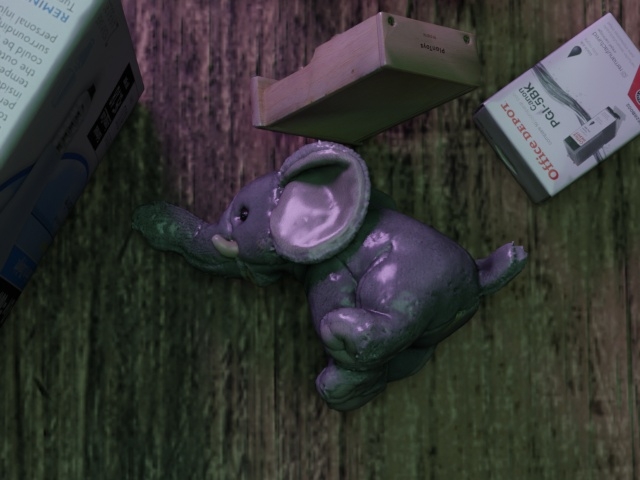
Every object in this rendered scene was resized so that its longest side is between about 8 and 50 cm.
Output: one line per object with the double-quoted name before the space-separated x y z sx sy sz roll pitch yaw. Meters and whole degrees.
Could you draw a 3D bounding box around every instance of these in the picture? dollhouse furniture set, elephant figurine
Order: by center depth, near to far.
"elephant figurine" 0.000 0.000 1.383 0.186 0.169 0.239 -24 68 -34
"dollhouse furniture set" 0.028 -0.218 1.393 0.212 0.161 0.242 8 70 -37

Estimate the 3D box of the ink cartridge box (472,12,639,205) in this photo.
"ink cartridge box" 0.210 -0.108 1.448 0.135 0.056 0.099 -36 88 -7

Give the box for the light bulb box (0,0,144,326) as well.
"light bulb box" -0.319 -0.047 1.253 0.225 0.358 0.361 30 84 1
